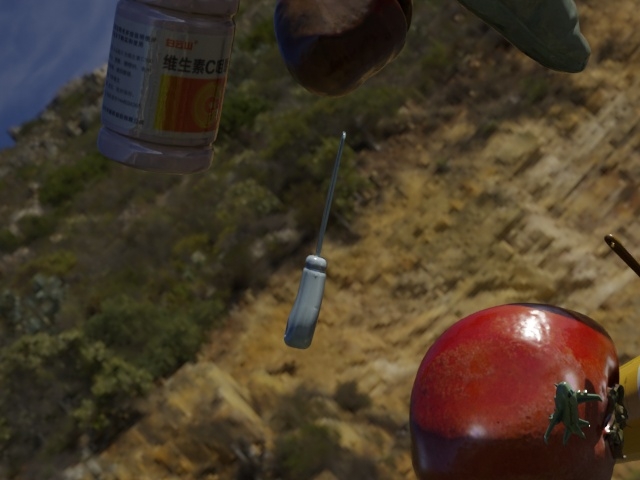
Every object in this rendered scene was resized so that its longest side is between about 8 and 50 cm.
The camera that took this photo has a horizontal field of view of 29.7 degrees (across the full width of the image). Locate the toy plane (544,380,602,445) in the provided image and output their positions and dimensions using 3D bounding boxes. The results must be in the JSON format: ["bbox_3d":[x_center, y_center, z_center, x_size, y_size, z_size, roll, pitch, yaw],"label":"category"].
[{"bbox_3d":[0.259,0.176,1.265,0.080,0.033,0.083,-33,-55,-17],"label":"toy plane"}]

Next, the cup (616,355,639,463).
[{"bbox_3d":[0.531,0.268,1.929,0.196,0.196,0.280,-32,-4,-36],"label":"cup"}]

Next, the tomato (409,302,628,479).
[{"bbox_3d":[0.274,0.247,1.669,0.325,0.290,0.293,48,-137,-63],"label":"tomato"}]

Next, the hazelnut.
[{"bbox_3d":[0.033,-0.341,1.909,0.217,0.217,0.251,100,-165,-59],"label":"hazelnut"}]

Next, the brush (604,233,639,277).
[{"bbox_3d":[0.419,0.054,1.530,0.014,0.170,0.043,-47,6,-30],"label":"brush"}]

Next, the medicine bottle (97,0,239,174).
[{"bbox_3d":[-0.162,-0.207,1.305,0.133,0.133,0.249,-15,-60,-57],"label":"medicine bottle"}]

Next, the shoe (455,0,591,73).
[{"bbox_3d":[0.209,-0.268,1.284,0.251,0.103,0.100,23,-64,-31],"label":"shoe"}]

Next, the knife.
[{"bbox_3d":[0.000,0.001,1.816,0.080,0.044,0.331,135,147,-87],"label":"knife"}]
